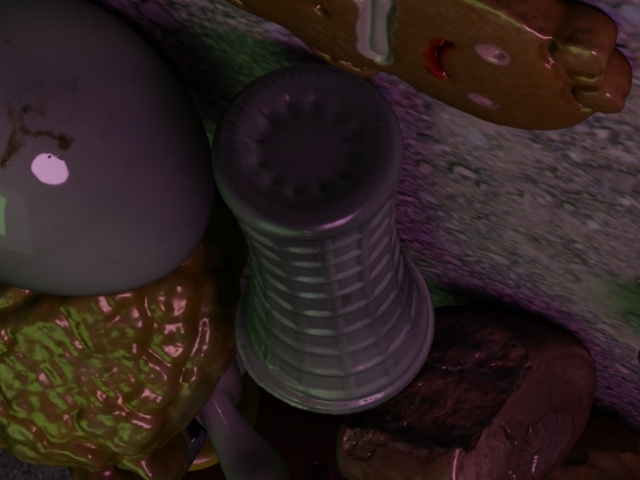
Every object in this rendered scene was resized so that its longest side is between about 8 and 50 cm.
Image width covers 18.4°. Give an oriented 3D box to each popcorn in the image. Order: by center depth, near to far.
[{"bbox_3d":[-0.184,0.071,1.518,0.225,0.286,0.174,15,-153,-11],"label":"popcorn"}]

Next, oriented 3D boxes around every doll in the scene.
[{"bbox_3d":[-0.107,0.125,1.769,0.311,0.159,0.242,49,146,26],"label":"doll"}]

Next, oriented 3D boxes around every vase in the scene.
[{"bbox_3d":[0.000,0.000,1.272,0.143,0.143,0.299,23,160,13],"label":"vase"}]

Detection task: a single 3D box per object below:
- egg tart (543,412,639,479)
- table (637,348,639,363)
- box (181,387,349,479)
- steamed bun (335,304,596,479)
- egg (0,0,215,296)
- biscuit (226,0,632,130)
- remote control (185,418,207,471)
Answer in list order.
[{"bbox_3d":[0.154,0.208,1.546,0.352,0.150,0.352,-3,-172,0],"label":"egg tart"},{"bbox_3d":[0.270,0.080,1.249,0.133,0.043,0.133,24,164,8],"label":"table"},{"bbox_3d":[-0.095,0.294,2.046,0.229,0.239,0.339,22,153,5],"label":"box"},{"bbox_3d":[0.100,0.116,1.419,0.145,0.175,0.106,20,142,37],"label":"steamed bun"},{"bbox_3d":[-0.167,-0.056,1.258,0.183,0.183,0.264,14,166,38],"label":"egg"},{"bbox_3d":[0.039,-0.116,1.010,0.249,0.035,0.184,24,164,6],"label":"biscuit"},{"bbox_3d":[-0.242,0.057,1.704,0.377,0.044,0.107,46,135,14],"label":"remote control"}]
